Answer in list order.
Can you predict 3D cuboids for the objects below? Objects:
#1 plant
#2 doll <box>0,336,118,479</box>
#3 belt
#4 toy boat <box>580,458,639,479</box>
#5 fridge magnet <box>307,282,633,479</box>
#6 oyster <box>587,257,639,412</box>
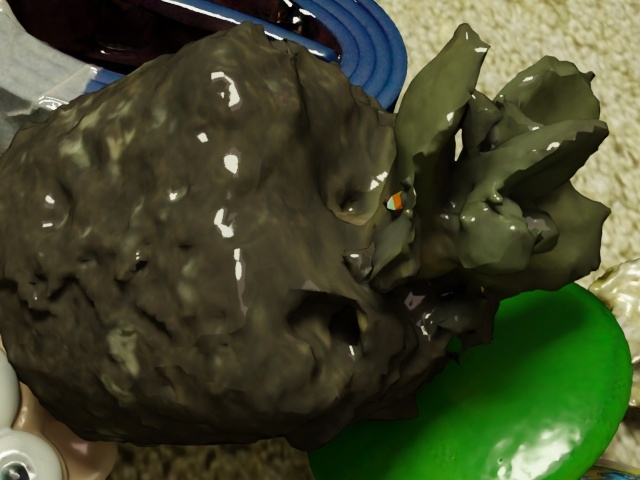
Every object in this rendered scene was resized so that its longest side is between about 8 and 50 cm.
[{"bbox_3d":[0.000,0.000,0.583,0.312,0.215,0.213,-6,84,26],"label":"plant"},{"bbox_3d":[-0.237,0.166,0.615,0.154,0.119,0.278,36,66,-3],"label":"doll"},{"bbox_3d":[-0.118,-0.124,0.805,0.347,0.117,0.212,14,58,-2],"label":"belt"},{"bbox_3d":[0.212,0.179,0.703,0.210,0.066,0.084,3,60,-8],"label":"toy boat"},{"bbox_3d":[0.089,0.098,0.683,0.208,0.088,0.208,-22,32,15],"label":"fridge magnet"},{"bbox_3d":[0.343,0.110,0.734,0.201,0.107,0.354,-45,63,-12],"label":"oyster"}]
